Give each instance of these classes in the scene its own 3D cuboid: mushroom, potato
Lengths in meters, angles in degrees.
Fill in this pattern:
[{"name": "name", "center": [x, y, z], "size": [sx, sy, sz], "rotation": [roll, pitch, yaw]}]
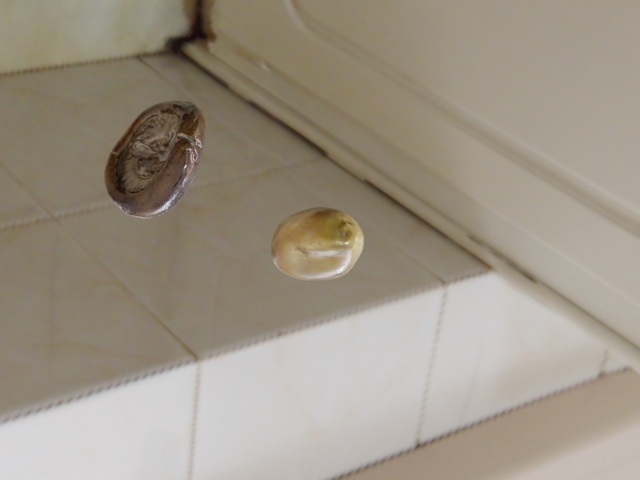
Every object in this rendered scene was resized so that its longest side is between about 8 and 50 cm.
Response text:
[{"name": "mushroom", "center": [-0.152, -0.077, 1.229], "size": [0.052, 0.123, 0.123], "rotation": [35, 92, -43]}, {"name": "potato", "center": [0.000, 0.000, 0.960], "size": [0.068, 0.062, 0.083], "rotation": [-33, 170, -23]}]
